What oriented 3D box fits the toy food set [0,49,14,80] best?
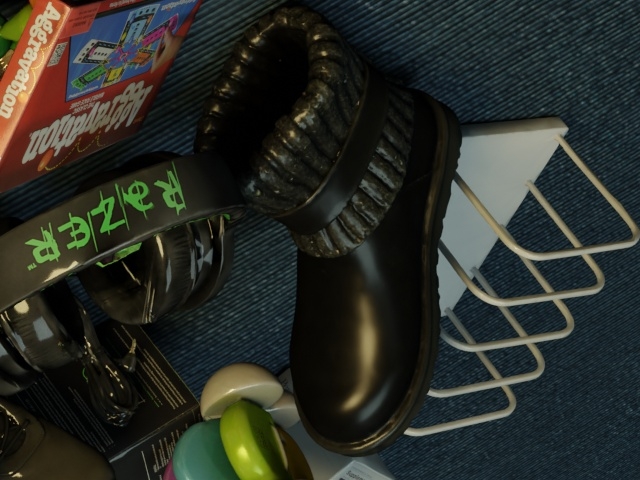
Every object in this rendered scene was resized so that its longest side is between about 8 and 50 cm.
[{"bbox_3d":[-0.223,-0.121,1.404,0.082,0.020,0.083,-16,145,-30],"label":"toy food set"}]

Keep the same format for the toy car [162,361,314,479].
[{"bbox_3d":[-0.072,0.207,1.665,0.136,0.159,0.182,-22,157,6],"label":"toy car"}]

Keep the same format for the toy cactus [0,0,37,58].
[{"bbox_3d":[-0.255,-0.148,1.282,0.180,0.112,0.219,-8,147,-9],"label":"toy cactus"}]

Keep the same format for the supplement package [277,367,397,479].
[{"bbox_3d":[-0.064,0.274,2.009,0.244,0.139,0.134,-41,151,7],"label":"supplement package"}]

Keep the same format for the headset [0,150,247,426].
[{"bbox_3d":[-0.176,0.049,1.472,0.243,0.185,0.394,-25,176,-16],"label":"headset"}]

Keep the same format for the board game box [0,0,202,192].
[{"bbox_3d":[-0.157,-0.119,1.310,0.145,0.027,0.281,-61,173,19],"label":"board game box"}]

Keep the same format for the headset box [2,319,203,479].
[{"bbox_3d":[-0.250,0.243,1.756,0.283,0.131,0.246,-32,148,-17],"label":"headset box"}]

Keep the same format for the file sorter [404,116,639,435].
[{"bbox_3d":[0.154,0.041,1.867,0.193,0.173,0.278,-7,140,-39],"label":"file sorter"}]

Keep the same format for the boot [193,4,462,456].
[{"bbox_3d":[-0.004,-0.001,1.575,0.260,0.131,0.348,21,74,-60],"label":"boot"}]

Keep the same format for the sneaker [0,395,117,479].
[{"bbox_3d":[-0.295,0.151,1.490,0.130,0.286,0.109,86,27,-46],"label":"sneaker"}]
